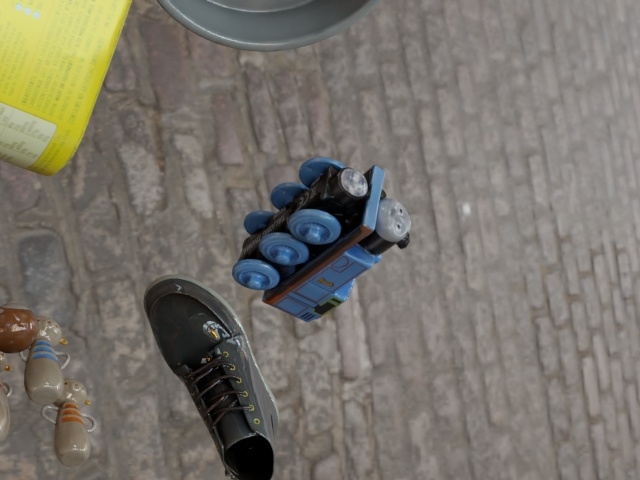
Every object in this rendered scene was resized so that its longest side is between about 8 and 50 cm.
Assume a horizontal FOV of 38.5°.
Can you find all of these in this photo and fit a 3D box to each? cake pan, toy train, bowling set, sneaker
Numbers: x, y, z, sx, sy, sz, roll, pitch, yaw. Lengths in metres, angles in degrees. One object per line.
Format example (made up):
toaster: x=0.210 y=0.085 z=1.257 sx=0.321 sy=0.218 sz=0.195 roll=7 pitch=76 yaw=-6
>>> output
cake pan: x=-0.044 y=-0.325 z=0.902 sx=0.293 sy=0.293 sz=0.054 roll=38 pitch=23 yaw=-41
toy train: x=0.000 y=0.000 z=0.780 sx=0.105 sy=0.184 sz=0.080 roll=26 pitch=53 yaw=-22
bowling set: x=-0.360 y=0.127 z=1.048 sx=0.287 sy=0.200 sz=0.154 roll=21 pitch=26 yaw=-31
sneaker: x=-0.102 y=0.139 z=0.923 sx=0.222 sy=0.083 sz=0.118 roll=58 pitch=3 yaw=-20

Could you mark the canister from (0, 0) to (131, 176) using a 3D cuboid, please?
canister: x=-0.169 y=-0.108 z=0.367 sx=0.170 sy=0.073 sz=0.126 roll=21 pitch=85 yaw=-32
